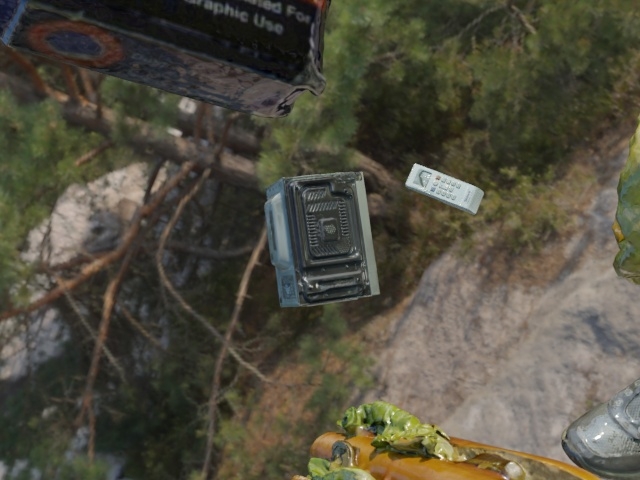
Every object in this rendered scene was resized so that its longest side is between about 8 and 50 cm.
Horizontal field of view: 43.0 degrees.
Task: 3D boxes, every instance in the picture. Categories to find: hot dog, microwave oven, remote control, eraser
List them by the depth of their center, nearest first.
[{"bbox_3d":[-0.143,-0.202,0.577,0.102,0.332,0.154,-19,64,56],"label":"eraser"},{"bbox_3d":[0.068,0.193,0.610,0.135,0.100,0.337,-35,12,-26],"label":"hot dog"},{"bbox_3d":[0.000,0.000,1.342,0.122,0.162,0.208,164,99,-71],"label":"microwave oven"},{"bbox_3d":[0.265,-0.108,1.742,0.029,0.162,0.061,95,-160,-64],"label":"remote control"}]

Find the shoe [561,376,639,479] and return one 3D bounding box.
[{"bbox_3d":[0.550,0.266,1.307,0.132,0.337,0.171,-124,26,-42],"label":"shoe"}]

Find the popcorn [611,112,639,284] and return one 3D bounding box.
[{"bbox_3d":[0.336,-0.032,0.634,0.286,0.225,0.173,129,150,-53],"label":"popcorn"}]
